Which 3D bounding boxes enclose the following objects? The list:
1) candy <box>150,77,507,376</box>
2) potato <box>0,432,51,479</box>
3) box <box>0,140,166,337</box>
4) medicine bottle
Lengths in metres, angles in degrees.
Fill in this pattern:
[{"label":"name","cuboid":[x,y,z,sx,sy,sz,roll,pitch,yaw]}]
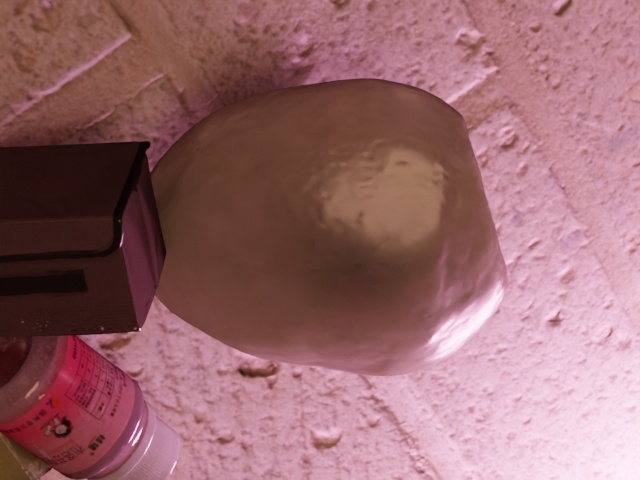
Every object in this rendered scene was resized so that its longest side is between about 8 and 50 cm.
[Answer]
[{"label":"candy","cuboid":[0.000,0.000,1.850,0.427,0.186,0.386,1,122,4]},{"label":"potato","cuboid":[-0.412,0.260,1.937,0.149,0.081,0.120,-30,93,13]},{"label":"box","cuboid":[-0.302,0.001,1.718,0.252,0.188,0.153,-5,120,7]},{"label":"medicine bottle","cuboid":[-0.282,0.202,1.905,0.147,0.147,0.247,-45,122,3]}]
